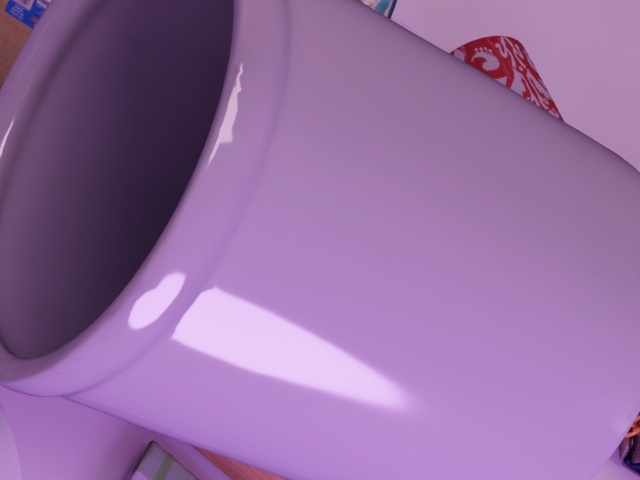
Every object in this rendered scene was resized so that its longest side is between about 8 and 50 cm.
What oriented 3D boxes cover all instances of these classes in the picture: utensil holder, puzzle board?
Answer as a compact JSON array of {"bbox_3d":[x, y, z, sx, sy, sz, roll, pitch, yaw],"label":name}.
[{"bbox_3d":[0.000,0.000,1.260,0.385,0.327,0.328,24,61,-32],"label":"utensil holder"},{"bbox_3d":[-0.256,-0.164,1.416,0.128,0.011,0.096,32,56,-26],"label":"puzzle board"}]

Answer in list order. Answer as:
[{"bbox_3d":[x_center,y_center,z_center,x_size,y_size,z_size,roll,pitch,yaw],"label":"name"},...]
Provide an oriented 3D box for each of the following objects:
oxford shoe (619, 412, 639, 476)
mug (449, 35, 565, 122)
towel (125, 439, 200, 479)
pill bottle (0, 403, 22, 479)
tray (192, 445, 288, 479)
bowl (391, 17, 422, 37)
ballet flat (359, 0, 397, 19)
[{"bbox_3d":[0.320,0.130,1.688,0.132,0.130,0.364,-31,93,-33],"label":"oxford shoe"},{"bbox_3d":[0.167,-0.078,1.650,0.113,0.150,0.169,-18,62,-5],"label":"mug"},{"bbox_3d":[-0.122,0.238,1.371,0.113,0.023,0.152,45,50,-19],"label":"towel"},{"bbox_3d":[-0.354,0.166,1.101,0.334,0.188,0.188,-10,80,-40],"label":"pill bottle"},{"bbox_3d":[-0.068,0.052,1.445,0.411,0.076,0.203,43,52,-19],"label":"tray"},{"bbox_3d":[0.027,-0.129,1.597,0.142,0.053,0.142,18,64,-31],"label":"bowl"},{"bbox_3d":[0.005,-0.134,1.507,0.077,0.091,0.241,16,55,1],"label":"ballet flat"}]
